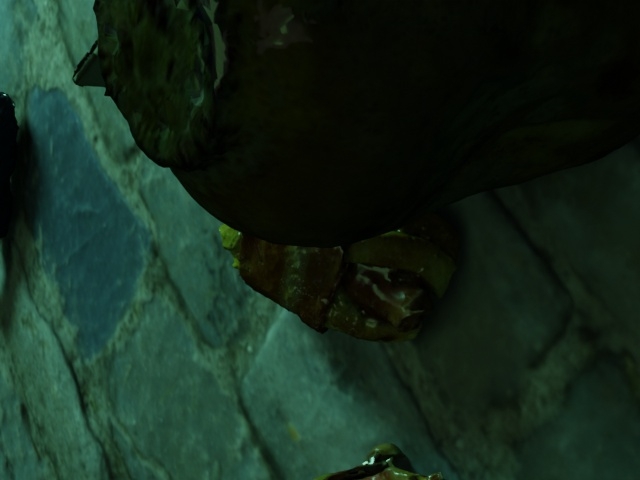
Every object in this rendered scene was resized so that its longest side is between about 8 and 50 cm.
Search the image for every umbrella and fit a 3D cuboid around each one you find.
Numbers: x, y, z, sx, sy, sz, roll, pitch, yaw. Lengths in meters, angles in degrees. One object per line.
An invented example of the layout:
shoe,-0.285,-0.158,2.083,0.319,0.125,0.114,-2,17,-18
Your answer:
umbrella,-0.376,-0.050,1.005,0.071,0.071,0.248,20,115,34

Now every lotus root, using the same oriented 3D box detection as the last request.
lotus root,0.039,-0.122,0.495,0.250,0.346,0.250,14,112,40

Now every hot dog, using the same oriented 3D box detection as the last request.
hot dog,0.000,0.000,0.684,0.213,0.103,0.146,31,113,30

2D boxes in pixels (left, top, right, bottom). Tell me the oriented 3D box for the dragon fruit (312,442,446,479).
dragon fruit,0.053,0.270,0.669,0.211,0.147,0.282,53,127,9

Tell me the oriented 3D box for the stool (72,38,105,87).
stool,-0.108,-0.293,0.687,0.269,0.170,0.244,-40,71,35
